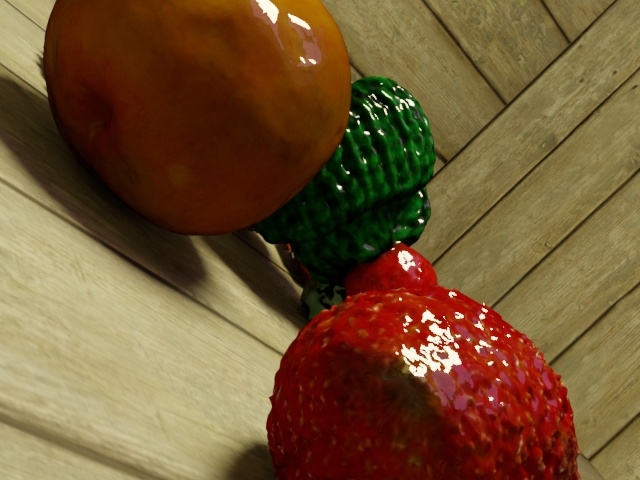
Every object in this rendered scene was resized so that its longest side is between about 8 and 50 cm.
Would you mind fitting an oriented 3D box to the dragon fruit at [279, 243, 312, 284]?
[{"bbox_3d":[-0.017,-0.004,1.586,0.092,0.122,0.192,22,22,-34],"label":"dragon fruit"}]

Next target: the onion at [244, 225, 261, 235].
[{"bbox_3d":[-0.074,-0.103,1.475,0.159,0.194,0.159,25,1,0],"label":"onion"}]

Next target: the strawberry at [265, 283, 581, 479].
[{"bbox_3d":[0.076,0.146,0.751,0.257,0.257,0.277,48,-3,19],"label":"strawberry"}]

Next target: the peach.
[{"bbox_3d":[-0.142,-0.172,1.060,0.343,0.343,0.302,47,50,7],"label":"peach"}]

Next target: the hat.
[{"bbox_3d":[0.055,-0.032,1.322,0.332,0.274,0.242,64,-4,-3],"label":"hat"}]

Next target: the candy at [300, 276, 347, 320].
[{"bbox_3d":[0.059,0.163,1.328,0.091,0.083,0.305,-4,49,-30],"label":"candy"}]
